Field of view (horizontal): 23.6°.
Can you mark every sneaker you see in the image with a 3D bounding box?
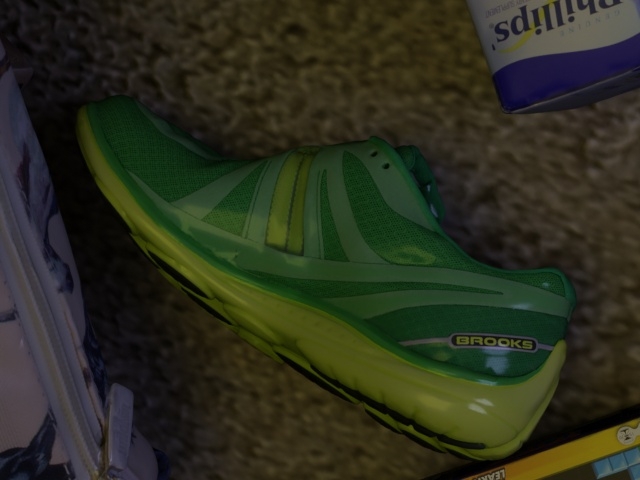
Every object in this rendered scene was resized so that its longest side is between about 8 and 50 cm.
[{"bbox_3d":[0.000,0.000,0.783,0.295,0.109,0.123,31,77,23],"label":"sneaker"}]

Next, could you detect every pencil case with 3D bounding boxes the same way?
[{"bbox_3d":[-0.200,-0.011,0.755,0.183,0.160,0.410,-3,117,24],"label":"pencil case"}]

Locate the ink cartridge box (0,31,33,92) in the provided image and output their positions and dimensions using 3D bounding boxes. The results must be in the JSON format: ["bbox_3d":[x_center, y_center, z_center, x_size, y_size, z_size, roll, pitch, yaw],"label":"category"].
[{"bbox_3d":[-0.314,-0.105,0.902,0.234,0.088,0.193,44,110,11],"label":"ink cartridge box"}]

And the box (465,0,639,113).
[{"bbox_3d":[0.108,-0.131,0.690,0.072,0.126,0.137,-19,88,23],"label":"box"}]

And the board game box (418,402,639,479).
[{"bbox_3d":[0.130,0.164,0.743,0.170,0.048,0.141,-22,86,13],"label":"board game box"}]
